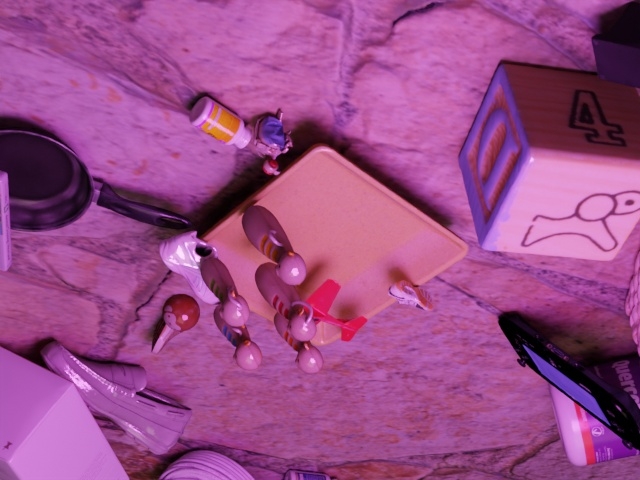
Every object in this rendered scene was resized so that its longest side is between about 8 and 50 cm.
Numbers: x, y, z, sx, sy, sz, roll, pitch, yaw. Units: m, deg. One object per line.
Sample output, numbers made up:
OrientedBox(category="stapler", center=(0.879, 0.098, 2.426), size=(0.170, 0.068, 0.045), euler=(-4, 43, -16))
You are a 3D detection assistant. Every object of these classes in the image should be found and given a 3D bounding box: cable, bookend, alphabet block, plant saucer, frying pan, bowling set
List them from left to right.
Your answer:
OrientedBox(category="frying pan", center=(-0.354, -0.091, 1.330), size=(0.326, 0.053, 0.197), euler=(-3, 138, -2))
OrientedBox(category="cable", center=(-0.221, 0.555, 1.936), size=(0.257, 0.089, 0.257), euler=(-31, 94, 37))
OrientedBox(category="bowling set", center=(-0.107, 0.114, 1.334), size=(0.199, 0.154, 0.287), euler=(-27, 134, -11))
OrientedBox(category="plant saucer", center=(0.000, 0.000, 1.449), size=(0.332, 0.081, 0.333), euler=(31, 127, -34))
OrientedBox(category="alphabet block", center=(0.322, -0.104, 1.283), size=(0.197, 0.193, 0.192), euler=(6, 138, -12))
OrientedBox(category="bookend", center=(0.456, -0.265, 1.193), size=(0.157, 0.156, 0.072), euler=(23, 155, 38))

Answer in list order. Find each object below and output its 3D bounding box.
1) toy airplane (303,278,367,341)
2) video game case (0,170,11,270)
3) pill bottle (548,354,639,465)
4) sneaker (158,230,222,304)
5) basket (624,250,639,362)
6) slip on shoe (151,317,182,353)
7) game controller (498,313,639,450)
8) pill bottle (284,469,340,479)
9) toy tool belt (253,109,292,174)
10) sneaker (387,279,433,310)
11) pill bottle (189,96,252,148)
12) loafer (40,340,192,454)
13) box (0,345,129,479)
OrientedBox(category="toy airplane", center=(0.008, 0.124, 1.506), size=(0.151, 0.028, 0.151), euler=(-3, 137, -3))
OrientedBox(category="video game case", center=(-0.538, -0.057, 1.323), size=(0.212, 0.023, 0.193), euler=(19, 137, 2))
OrientedBox(category="pill bottle", center=(0.606, 0.308, 1.775), size=(0.322, 0.182, 0.181), euler=(-14, 137, 9))
OrientedBox(category="sneaker", center=(-0.169, 0.042, 1.379), size=(0.061, 0.054, 0.152), euler=(-26, 133, 17))
OrientedBox(category="basket", center=(0.657, 0.120, 1.473), size=(0.266, 0.328, 0.331), euler=(-3, 139, 4))
OrientedBox(category="slip on shoe", center=(-0.253, 0.149, 1.612), size=(0.041, 0.051, 0.135), euler=(17, 126, -20))
OrientedBox(category="game controller", center=(0.428, 0.237, 1.607), size=(0.067, 0.319, 0.166), euler=(-50, 130, -1))
OrientedBox(category="pill bottle", center=(-0.017, 0.540, 2.052), size=(0.120, 0.067, 0.067), euler=(11, 136, -17))
OrientedBox(category="toy tool belt", center=(-0.063, -0.136, 1.289), size=(0.052, 0.083, 0.051), euler=(19, 136, -36))
OrientedBox(category="sneaker", center=(0.141, 0.088, 1.484), size=(0.083, 0.032, 0.037), euler=(33, 139, -28))
OrientedBox(category="pill bottle", center=(-0.135, -0.158, 1.285), size=(0.083, 0.043, 0.043), euler=(30, 127, -32))
OrientedBox(category="loafer", center=(-0.365, 0.266, 1.703), size=(0.111, 0.112, 0.319), euler=(-51, 124, -8))
OrientedBox(category="box", center=(-0.515, 0.370, 1.677), size=(0.215, 0.168, 0.345), euler=(20, 145, 24))
